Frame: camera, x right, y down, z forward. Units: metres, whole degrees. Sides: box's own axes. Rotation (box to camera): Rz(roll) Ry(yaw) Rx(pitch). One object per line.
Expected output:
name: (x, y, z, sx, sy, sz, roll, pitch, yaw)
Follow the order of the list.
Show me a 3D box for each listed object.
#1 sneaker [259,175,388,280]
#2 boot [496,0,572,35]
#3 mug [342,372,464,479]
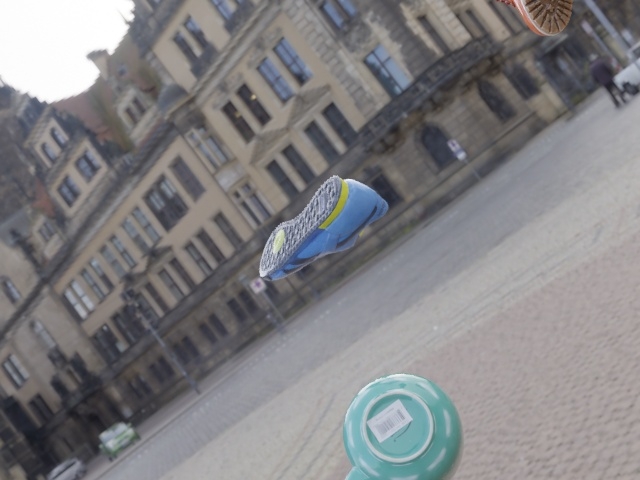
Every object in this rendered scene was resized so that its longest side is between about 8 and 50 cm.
sneaker: (0.000, 0.000, 0.972, 0.209, 0.082, 0.069, -40, 40, 44)
boot: (0.225, -0.280, 0.888, 0.059, 0.158, 0.084, -10, -21, -14)
mug: (0.087, 0.222, 0.864, 0.097, 0.129, 0.157, 63, -146, -64)
